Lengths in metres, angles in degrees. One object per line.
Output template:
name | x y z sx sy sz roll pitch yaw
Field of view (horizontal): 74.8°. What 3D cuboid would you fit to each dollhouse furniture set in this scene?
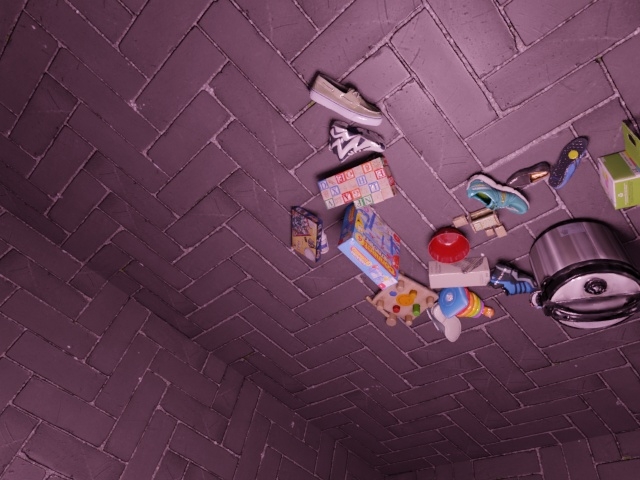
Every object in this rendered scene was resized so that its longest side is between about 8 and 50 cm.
dollhouse furniture set | 0.706 -0.045 1.851 0.182 0.101 0.161 -23 121 28

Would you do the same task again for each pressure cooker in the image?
pressure cooker | 1.085 0.162 1.729 0.376 0.420 0.369 25 129 -9

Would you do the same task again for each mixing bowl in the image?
mixing bowl | 0.586 0.007 1.924 0.182 0.098 0.181 6 130 7

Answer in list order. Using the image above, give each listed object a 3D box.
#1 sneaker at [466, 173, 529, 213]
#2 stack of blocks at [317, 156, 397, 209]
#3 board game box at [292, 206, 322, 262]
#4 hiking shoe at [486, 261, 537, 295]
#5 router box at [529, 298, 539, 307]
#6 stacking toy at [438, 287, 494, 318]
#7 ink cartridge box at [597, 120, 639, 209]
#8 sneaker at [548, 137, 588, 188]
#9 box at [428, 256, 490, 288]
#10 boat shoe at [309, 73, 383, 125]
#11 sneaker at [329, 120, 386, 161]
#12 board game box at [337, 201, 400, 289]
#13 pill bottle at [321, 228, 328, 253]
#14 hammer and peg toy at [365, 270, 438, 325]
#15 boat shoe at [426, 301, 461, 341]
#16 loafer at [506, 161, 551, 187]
sneaker | 0.725 -0.167 1.731 0.276 0.109 0.107 23 153 -2
stack of blocks | 0.158 -0.224 1.794 0.297 0.087 0.171 -18 95 26
board game box | -0.067 -0.028 2.028 0.165 0.042 0.243 33 138 30
hiking shoe | 0.918 0.206 1.970 0.304 0.113 0.132 24 103 -16
router box | 1.104 0.282 2.070 0.092 0.038 0.122 10 130 4
stacking toy | 0.768 0.332 2.136 0.302 0.175 0.165 20 131 -22
ink cartridge box | 1.088 -0.273 1.523 0.097 0.188 0.255 -15 123 25
sneaker | 0.961 -0.298 1.622 0.069 0.082 0.209 40 123 34
box | 0.665 0.156 2.021 0.275 0.113 0.094 -6 126 16
boat shoe | 0.104 -0.531 1.590 0.303 0.109 0.094 22 128 -2
sneaker | 0.139 -0.377 1.715 0.235 0.094 0.153 18 132 -2
board game box | 0.227 0.012 1.876 0.086 0.301 0.308 -33 116 32
pill bottle | 0.000 0.000 2.071 0.067 0.067 0.120 -2 128 14
hammer and peg toy | 0.407 0.335 2.213 0.266 0.127 0.361 29 129 -11
boat shoe | 0.669 0.435 2.279 0.099 0.116 0.319 26 159 53
loafer | 0.831 -0.254 1.678 0.170 0.061 0.062 -30 118 32
